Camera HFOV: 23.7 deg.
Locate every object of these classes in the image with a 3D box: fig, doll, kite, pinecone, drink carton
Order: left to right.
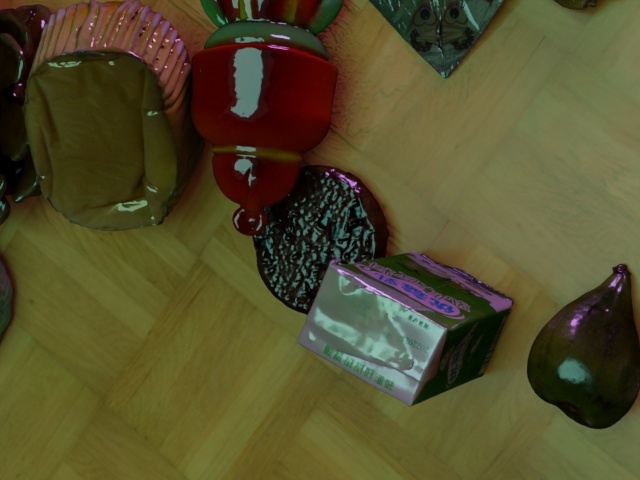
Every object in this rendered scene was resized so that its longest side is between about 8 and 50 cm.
[{"bbox_3d":[-0.523,-0.193,1.976,0.384,0.384,0.384,1,92,23],"label":"pinecone"},{"bbox_3d":[-0.071,-0.186,1.881,0.183,0.160,0.363,5,90,-4],"label":"doll"},{"bbox_3d":[0.104,0.092,1.766,0.161,0.271,0.108,27,103,20],"label":"drink carton"},{"bbox_3d":[0.144,-0.323,1.857,0.229,0.012,0.250,-3,100,33],"label":"kite"},{"bbox_3d":[0.320,0.128,1.781,0.133,0.185,0.126,22,139,16],"label":"fig"}]

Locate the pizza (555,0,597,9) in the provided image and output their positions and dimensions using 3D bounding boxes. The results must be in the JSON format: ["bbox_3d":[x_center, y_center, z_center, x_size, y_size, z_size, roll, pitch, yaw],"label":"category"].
[{"bbox_3d":[0.318,-0.397,1.767,0.288,0.074,0.251,-7,92,26],"label":"pizza"}]

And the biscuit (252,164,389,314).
[{"bbox_3d":[0.000,0.000,1.928,0.192,0.049,0.192,1,94,24],"label":"biscuit"}]

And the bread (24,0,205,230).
[{"bbox_3d":[-0.257,-0.162,1.924,0.204,0.156,0.288,-3,128,12],"label":"bread"}]

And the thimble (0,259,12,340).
[{"bbox_3d":[-0.548,0.078,2.110,0.219,0.150,0.219,1,93,23],"label":"thimble"}]
